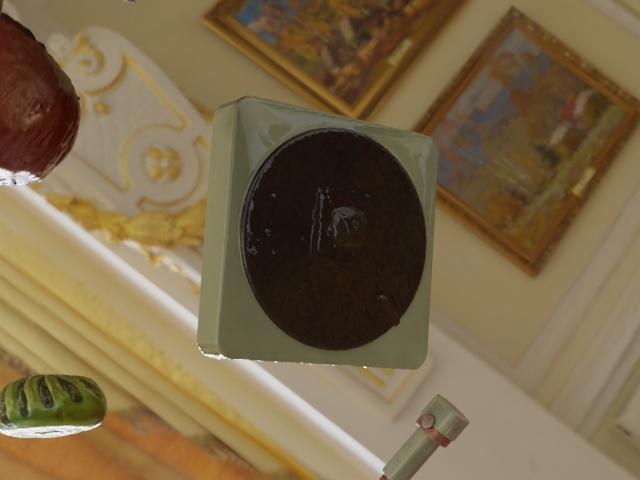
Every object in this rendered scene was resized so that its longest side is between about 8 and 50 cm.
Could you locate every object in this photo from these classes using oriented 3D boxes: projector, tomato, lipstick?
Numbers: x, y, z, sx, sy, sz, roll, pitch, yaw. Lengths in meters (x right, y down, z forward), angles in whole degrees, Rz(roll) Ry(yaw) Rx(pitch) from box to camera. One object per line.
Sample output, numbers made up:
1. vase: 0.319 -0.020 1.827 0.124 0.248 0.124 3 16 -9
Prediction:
1. projector: 0.000 0.000 1.027 0.079 0.257 0.258 -8 77 57
2. tomato: -0.273 -0.089 0.656 0.228 0.228 0.101 104 176 -78
3. lipstick: 0.142 0.325 1.502 0.186 0.063 0.057 -50 -46 4

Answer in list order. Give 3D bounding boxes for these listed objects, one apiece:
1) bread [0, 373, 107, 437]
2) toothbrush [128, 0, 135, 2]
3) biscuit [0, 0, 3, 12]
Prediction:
1. bread: -0.326 0.197 1.179 0.130 0.071 0.139 -1 -17 -25
2. toothbrush: -0.355 -0.409 1.633 0.008 0.097 0.006 112 170 -46
3. biscuit: -0.290 -0.152 0.451 0.299 0.154 0.045 -10 11 -7
